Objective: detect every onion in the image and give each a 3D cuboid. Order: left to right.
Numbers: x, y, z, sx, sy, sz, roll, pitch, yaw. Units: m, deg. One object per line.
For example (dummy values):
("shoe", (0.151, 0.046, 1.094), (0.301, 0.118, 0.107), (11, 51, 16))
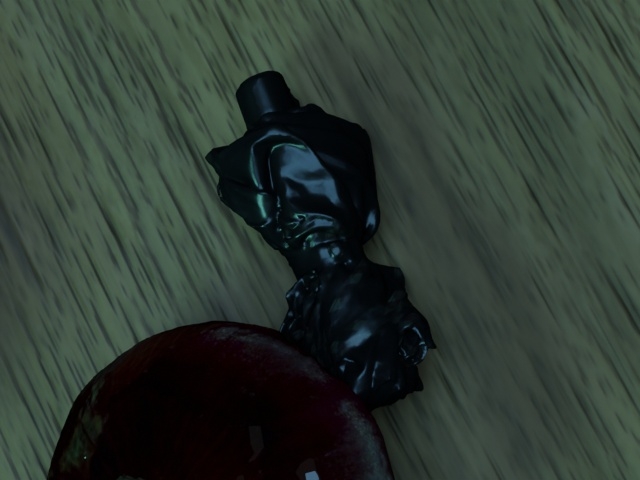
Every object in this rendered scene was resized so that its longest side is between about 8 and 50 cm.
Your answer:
("onion", (-0.083, 0.193, 0.980), (0.272, 0.195, 0.272), (3, 95, 30))

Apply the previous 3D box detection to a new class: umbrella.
("umbrella", (0.001, 0.000, 1.069), (0.122, 0.110, 0.272), (-21, 75, 2))
